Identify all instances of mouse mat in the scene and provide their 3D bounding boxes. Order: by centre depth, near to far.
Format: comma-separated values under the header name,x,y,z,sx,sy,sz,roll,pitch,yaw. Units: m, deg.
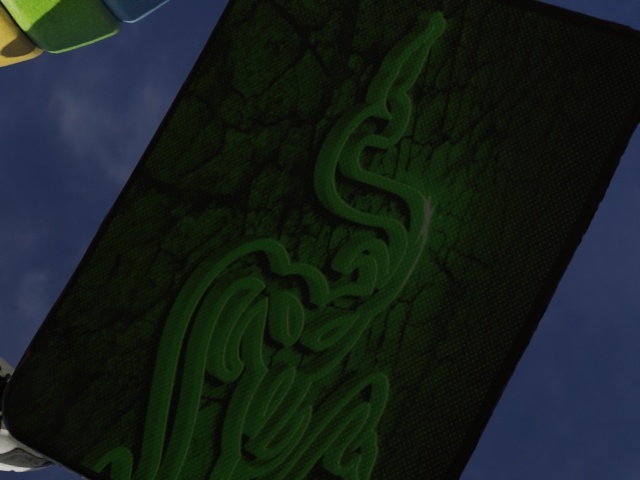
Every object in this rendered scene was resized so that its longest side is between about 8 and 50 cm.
name,x,y,z,sx,sy,sz,roll,pitch,yaw
mouse mat,0.000,0.000,0.532,0.152,0.007,0.190,21,-102,32

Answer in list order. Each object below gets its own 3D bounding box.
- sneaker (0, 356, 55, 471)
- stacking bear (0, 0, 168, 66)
name,x,y,z,sx,sy,sz,roll,pitch,yaw
sneaker,-0.147,0.062,0.748,0.109,0.043,0.040,34,-125,-21
stacking bear,-0.152,-0.138,0.761,0.289,0.164,0.175,-27,-125,2
